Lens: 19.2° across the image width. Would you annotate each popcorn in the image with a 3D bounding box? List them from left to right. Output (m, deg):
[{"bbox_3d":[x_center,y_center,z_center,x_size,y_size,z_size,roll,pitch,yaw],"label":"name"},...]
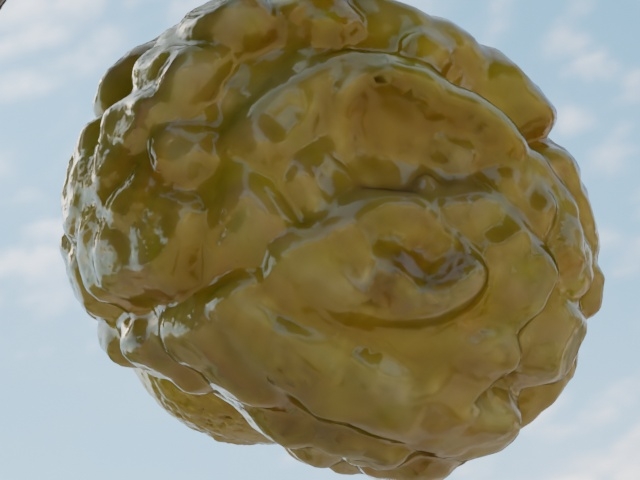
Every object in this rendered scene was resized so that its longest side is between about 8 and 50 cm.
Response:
[{"bbox_3d":[0.000,0.000,0.605,0.180,0.170,0.180,-3,-49,-4],"label":"popcorn"}]

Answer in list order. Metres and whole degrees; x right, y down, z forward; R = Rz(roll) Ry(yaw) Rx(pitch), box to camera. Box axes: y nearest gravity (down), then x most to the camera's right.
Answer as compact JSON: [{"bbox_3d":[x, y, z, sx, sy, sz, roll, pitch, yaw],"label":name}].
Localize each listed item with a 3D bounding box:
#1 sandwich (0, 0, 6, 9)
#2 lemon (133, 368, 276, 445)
[{"bbox_3d":[-0.202,-0.239,1.172,0.096,0.094,0.258,-4,-45,-56],"label":"sandwich"},{"bbox_3d":[-0.028,0.041,1.168,0.193,0.180,0.180,-29,-22,-10],"label":"lemon"}]
